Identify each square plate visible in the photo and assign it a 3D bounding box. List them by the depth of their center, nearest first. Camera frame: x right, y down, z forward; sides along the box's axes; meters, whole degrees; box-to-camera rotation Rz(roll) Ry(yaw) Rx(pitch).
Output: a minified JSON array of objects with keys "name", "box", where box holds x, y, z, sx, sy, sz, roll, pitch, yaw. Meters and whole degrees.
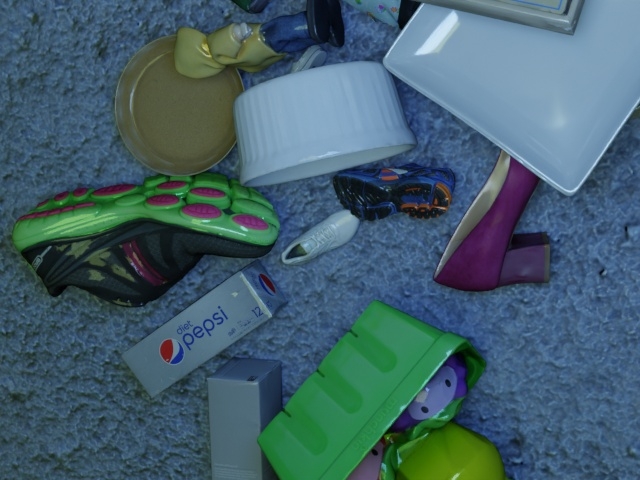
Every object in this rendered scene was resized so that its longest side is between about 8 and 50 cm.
[{"name":"square plate","box":[0.318,-0.296,1.480,0.344,0.049,0.347,38,101,17]}]

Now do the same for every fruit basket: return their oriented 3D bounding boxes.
[{"name":"fruit basket","box":[0.146,0.327,1.625,0.392,0.283,0.392,-5,72,16]}]

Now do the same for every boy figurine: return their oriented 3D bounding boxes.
[{"name":"boy figurine","box":[-0.103,-0.316,1.656,0.285,0.177,0.092,-6,91,30]}]

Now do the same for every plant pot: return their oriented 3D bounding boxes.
[{"name":"plant pot","box":[-0.232,-0.226,1.771,0.236,0.032,0.236,1,94,15]}]

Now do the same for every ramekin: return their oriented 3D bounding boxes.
[{"name":"ramekin","box":[-0.002,-0.177,1.599,0.277,0.277,0.135,-14,89,19]}]

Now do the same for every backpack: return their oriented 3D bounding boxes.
[{"name":"backpack","box":[0.096,-0.405,1.587,0.182,0.115,0.152,35,140,18]}]

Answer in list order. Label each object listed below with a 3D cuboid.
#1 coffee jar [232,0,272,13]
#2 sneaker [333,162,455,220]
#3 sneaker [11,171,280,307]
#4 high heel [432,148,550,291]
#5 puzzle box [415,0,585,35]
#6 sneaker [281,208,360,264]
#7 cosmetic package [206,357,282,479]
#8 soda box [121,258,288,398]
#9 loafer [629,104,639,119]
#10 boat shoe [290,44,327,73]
[{"name":"coffee jar","box":[-0.158,-0.443,1.683,0.184,0.096,0.079,38,105,8]},{"name":"sneaker","box":[0.119,-0.083,1.681,0.221,0.087,0.083,8,126,31]},{"name":"sneaker","box":[-0.284,0.006,1.794,0.483,0.185,0.202,-4,118,21]},{"name":"high heel","box":[0.252,-0.099,1.600,0.181,0.127,0.377,-3,103,7]},{"name":"puzzle box","box":[0.277,-0.505,1.449,0.272,0.052,0.409,16,86,18]},{"name":"sneaker","box":[0.000,0.000,1.740,0.152,0.061,0.053,-34,88,19]},{"name":"cosmetic package","box":[-0.126,0.331,1.810,0.107,0.127,0.238,-1,99,17]},{"name":"soda box","box":[-0.201,0.153,1.816,0.286,0.091,0.098,-36,90,21]},{"name":"loafer","box":[0.438,-0.308,1.524,0.102,0.092,0.268,-1,99,20]},{"name":"boat shoe","box":[-0.030,-0.277,1.713,0.100,0.035,0.035,-53,56,23]}]
